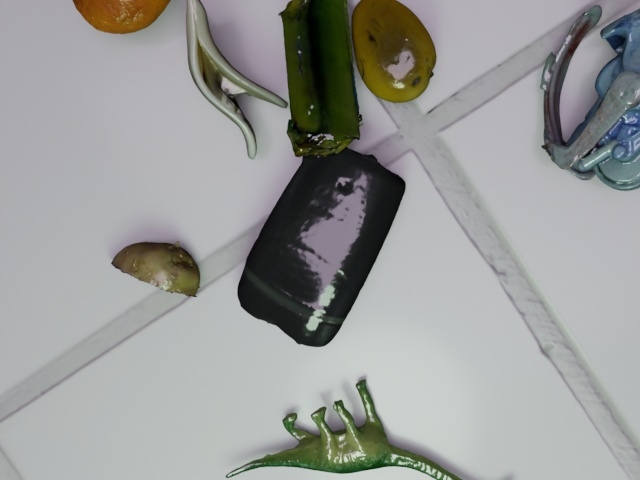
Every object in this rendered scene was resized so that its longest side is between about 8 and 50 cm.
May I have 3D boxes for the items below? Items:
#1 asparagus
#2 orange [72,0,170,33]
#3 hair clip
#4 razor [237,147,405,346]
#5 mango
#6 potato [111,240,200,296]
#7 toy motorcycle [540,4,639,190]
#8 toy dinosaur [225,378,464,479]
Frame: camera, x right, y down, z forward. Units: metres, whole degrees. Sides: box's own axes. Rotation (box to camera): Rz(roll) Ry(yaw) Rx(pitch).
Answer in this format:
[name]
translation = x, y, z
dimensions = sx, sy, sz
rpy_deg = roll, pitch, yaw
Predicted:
[asparagus]
translation = -0.004, -0.328, 1.628
dimensions = 0.129, 0.108, 0.381
rpy_deg = -5, 80, -1
[orange]
translation = -0.331, -0.442, 1.650
dimensions = 0.193, 0.193, 0.161
rpy_deg = -47, 124, 8
[hair clip]
translation = -0.169, -0.280, 1.663
dimensions = 0.113, 0.172, 0.282
rpy_deg = -41, 101, 0
[razor]
translation = -0.001, 0.001, 1.681
dimensions = 0.204, 0.113, 0.348
rpy_deg = 26, 97, 7
[mango]
translation = 0.117, -0.328, 1.650
dimensions = 0.137, 0.098, 0.195
rpy_deg = -33, 85, 12
[potato]
translation = -0.292, 0.033, 1.727
dimensions = 0.172, 0.100, 0.089
rpy_deg = 23, 92, 7
[toy motorcycle]
translation = 0.483, -0.249, 1.570
dimensions = 0.241, 0.182, 0.319
rpy_deg = 28, 98, 4
[toy dinosaur]
translation = 0.079, 0.415, 1.729
dimensions = 0.447, 0.087, 0.300
rpy_deg = -27, 98, 10
